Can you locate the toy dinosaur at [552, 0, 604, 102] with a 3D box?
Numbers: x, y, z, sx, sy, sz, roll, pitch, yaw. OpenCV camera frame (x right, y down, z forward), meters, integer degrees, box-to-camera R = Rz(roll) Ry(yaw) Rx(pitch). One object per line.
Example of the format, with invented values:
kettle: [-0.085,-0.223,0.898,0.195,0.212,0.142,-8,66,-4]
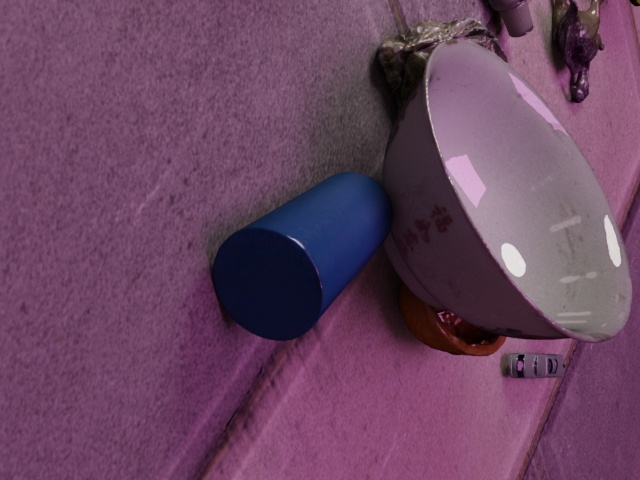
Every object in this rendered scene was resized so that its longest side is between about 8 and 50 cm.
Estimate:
toy dinosaur: [0.480,-0.381,2.241,0.294,0.077,0.162,52,48,-46]

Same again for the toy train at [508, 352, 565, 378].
toy train: [0.370,0.215,2.080,0.207,0.047,0.043,10,80,-60]

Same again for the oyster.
oyster: [0.180,-0.230,1.731,0.198,0.112,0.267,-49,142,-20]

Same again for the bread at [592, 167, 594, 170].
bread: [0.489,-0.033,2.293,0.112,0.036,0.193,-37,124,-47]

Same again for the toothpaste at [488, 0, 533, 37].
toothpaste: [0.284,-0.452,1.926,0.099,0.068,0.282,-61,138,-42]

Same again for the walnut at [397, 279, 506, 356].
walnut: [0.170,0.094,1.703,0.211,0.087,0.167,11,59,-50]

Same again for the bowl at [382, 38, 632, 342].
bowl: [0.204,-0.028,1.587,0.435,0.196,0.435,34,38,-33]

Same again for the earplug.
earplug: [0.000,0.000,1.401,0.273,0.132,0.132,-40,123,-56]

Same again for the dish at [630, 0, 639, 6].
dish: [0.584,-0.587,2.388,0.221,0.108,0.262,-25,109,-57]
